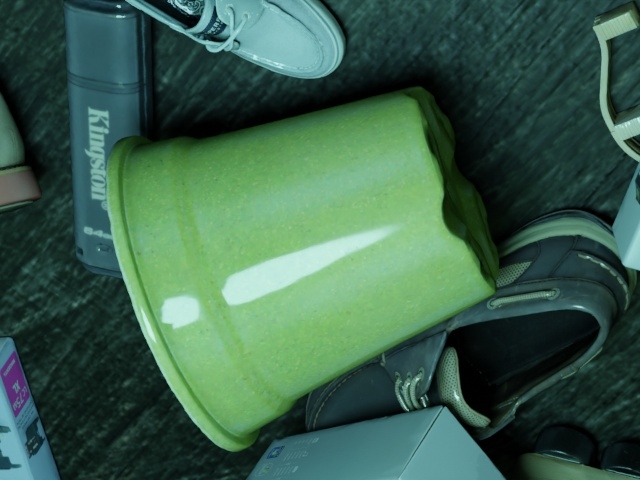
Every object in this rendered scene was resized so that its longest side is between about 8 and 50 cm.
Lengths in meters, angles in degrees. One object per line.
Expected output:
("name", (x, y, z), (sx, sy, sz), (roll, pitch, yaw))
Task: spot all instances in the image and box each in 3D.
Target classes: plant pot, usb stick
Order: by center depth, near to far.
("plant pot", (0.000, 0.000, 1.620), (0.253, 0.276, 0.276), (-21, 115, 12))
("usb stick", (-0.181, -0.090, 1.715), (0.077, 0.045, 0.278), (8, 124, 9))

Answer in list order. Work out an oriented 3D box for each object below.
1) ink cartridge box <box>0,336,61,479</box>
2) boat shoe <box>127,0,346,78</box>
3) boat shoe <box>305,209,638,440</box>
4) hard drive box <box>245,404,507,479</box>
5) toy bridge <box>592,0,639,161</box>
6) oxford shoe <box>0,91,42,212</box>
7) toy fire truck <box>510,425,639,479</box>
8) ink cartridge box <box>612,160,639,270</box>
("ink cartridge box", (-0.352, 0.240, 1.962), (0.185, 0.065, 0.311), (-4, 122, 17))
("boat shoe", (-0.089, -0.188, 1.608), (0.227, 0.081, 0.079), (29, 124, -4))
("boat shoe", (0.113, 0.103, 1.709), (0.132, 0.130, 0.355), (44, 122, -14))
("hard drive box", (0.064, 0.248, 1.726), (0.232, 0.089, 0.181), (-19, 117, 48))
("toy bridge", (0.265, -0.100, 1.605), (0.063, 0.026, 0.188), (-21, 114, 26))
("oxford shoe", (-0.407, -0.060, 1.775), (0.348, 0.123, 0.130), (-12, 91, 23))
("toy fire truck", (0.270, 0.316, 1.814), (0.217, 0.158, 0.246), (12, 144, 13))
("ink cartridge box", (0.322, -0.050, 1.565), (0.127, 0.072, 0.175), (15, 116, -7))
